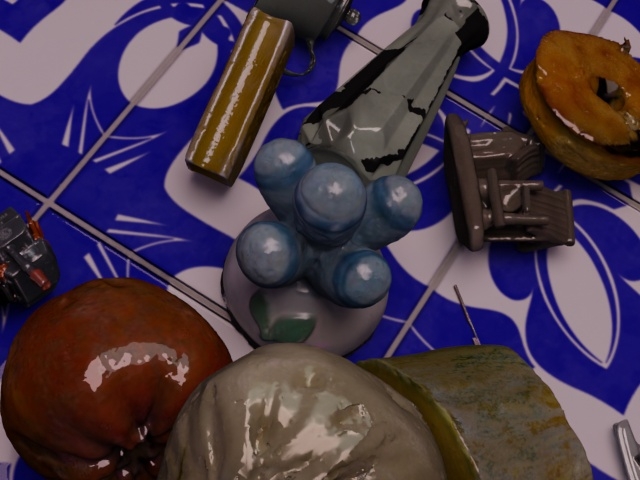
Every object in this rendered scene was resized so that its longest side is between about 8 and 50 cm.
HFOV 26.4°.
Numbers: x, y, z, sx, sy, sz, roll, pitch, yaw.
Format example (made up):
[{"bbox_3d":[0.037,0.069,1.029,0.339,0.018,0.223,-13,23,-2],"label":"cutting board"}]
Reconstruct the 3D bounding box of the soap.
[{"bbox_3d":[-0.110,-0.191,1.876,0.073,0.140,0.232,22,83,4],"label":"soap"}]

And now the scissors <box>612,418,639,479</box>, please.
[{"bbox_3d":[0.433,0.351,1.783,0.118,0.030,0.242,-13,70,-17],"label":"scissors"}]

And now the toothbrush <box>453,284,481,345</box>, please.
[{"bbox_3d":[0.201,0.104,1.881,0.008,0.006,0.097,-14,66,-13],"label":"toothbrush"}]

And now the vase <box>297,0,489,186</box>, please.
[{"bbox_3d":[0.111,-0.213,1.951,0.165,0.165,0.360,33,59,7],"label":"vase"}]

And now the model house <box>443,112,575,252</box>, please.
[{"bbox_3d":[0.264,-0.069,1.917,0.188,0.122,0.229,3,56,-15],"label":"model house"}]

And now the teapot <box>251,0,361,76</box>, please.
[{"bbox_3d":[-0.011,-0.351,2.007,0.149,0.162,0.239,29,78,-8],"label":"teapot"}]

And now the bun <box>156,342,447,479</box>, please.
[{"bbox_3d":[-0.021,0.295,1.458,0.326,0.362,0.234,7,20,-3],"label":"bun"}]

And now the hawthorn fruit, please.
[{"bbox_3d":[-0.248,0.161,1.638,0.277,0.277,0.298,-5,46,-13],"label":"hawthorn fruit"}]

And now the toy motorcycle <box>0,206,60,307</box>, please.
[{"bbox_3d":[-0.462,0.091,1.692,0.326,0.147,0.221,-37,52,-19],"label":"toy motorcycle"}]

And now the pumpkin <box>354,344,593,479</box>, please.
[{"bbox_3d":[0.180,0.268,1.630,0.199,0.332,0.332,-21,68,-28],"label":"pumpkin"}]

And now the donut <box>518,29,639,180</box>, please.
[{"bbox_3d":[0.401,-0.197,1.978,0.253,0.118,0.253,23,46,-26],"label":"donut"}]

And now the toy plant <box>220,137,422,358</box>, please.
[{"bbox_3d":[0.000,0.000,1.715,0.247,0.332,0.247,4,65,-8],"label":"toy plant"}]
